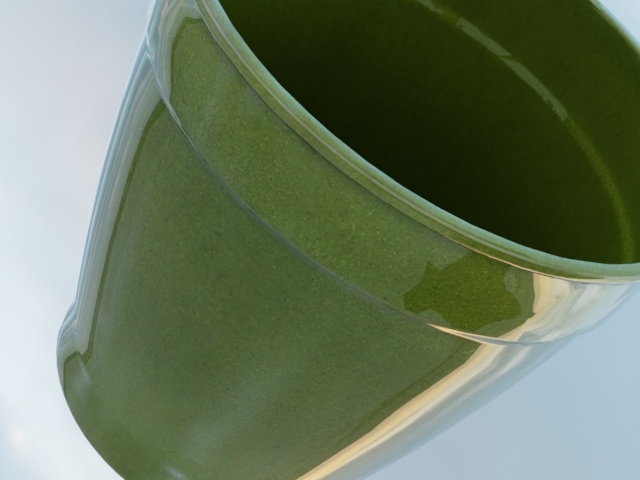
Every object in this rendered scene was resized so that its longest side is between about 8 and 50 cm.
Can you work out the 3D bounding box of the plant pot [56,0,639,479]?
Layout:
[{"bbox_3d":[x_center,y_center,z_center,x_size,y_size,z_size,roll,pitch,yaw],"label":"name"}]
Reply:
[{"bbox_3d":[0.000,0.000,0.990,0.366,0.366,0.353,40,-55,7],"label":"plant pot"}]
